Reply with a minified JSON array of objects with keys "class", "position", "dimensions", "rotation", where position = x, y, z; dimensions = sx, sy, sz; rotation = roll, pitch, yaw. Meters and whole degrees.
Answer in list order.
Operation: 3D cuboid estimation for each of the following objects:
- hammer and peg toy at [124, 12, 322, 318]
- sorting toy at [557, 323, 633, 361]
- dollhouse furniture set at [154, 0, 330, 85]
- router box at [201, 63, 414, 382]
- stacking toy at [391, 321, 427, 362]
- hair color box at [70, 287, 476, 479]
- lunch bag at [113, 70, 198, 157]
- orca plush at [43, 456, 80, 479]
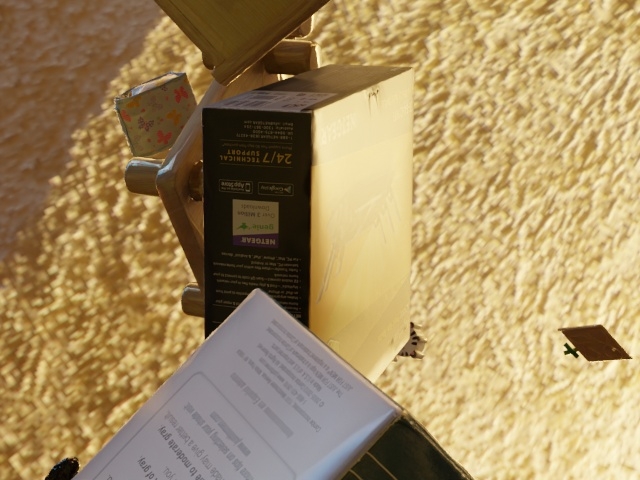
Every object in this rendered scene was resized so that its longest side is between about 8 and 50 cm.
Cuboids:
[{"class":"hammer and peg toy","position":[-0.048,-0.093,1.445],"dimensions":[0.127,0.361,0.266],"rotation":[7,-42,24]},{"class":"sorting toy","position":[0.270,0.103,1.413],"dimensions":[0.062,0.012,0.083],"rotation":[42,-29,-25]},{"class":"dollhouse furniture set","position":[-0.048,-0.353,1.185],"dimensions":[0.362,0.394,0.256],"rotation":[-34,-74,33]},{"class":"router box","position":[0.000,0.000,1.060],"dimensions":[0.081,0.309,0.243],"rotation":[4,-76,16]},{"class":"stacking toy","position":[0.040,0.020,1.445],"dimensions":[0.052,0.167,0.221],"rotation":[-13,-106,31]},{"class":"hair color box","position":[-0.089,0.203,0.696],"dimensions":[0.347,0.174,0.105],"rotation":[-46,-60,-5]},{"class":"lunch bag","position":[-0.173,-0.132,1.462],"dimensions":[0.053,0.083,0.071],"rotation":[12,-53,58]},{"class":"orca plush","position":[-0.290,0.291,1.587],"dimensions":[0.287,0.151,0.102],"rotation":[-11,-115,28]}]
